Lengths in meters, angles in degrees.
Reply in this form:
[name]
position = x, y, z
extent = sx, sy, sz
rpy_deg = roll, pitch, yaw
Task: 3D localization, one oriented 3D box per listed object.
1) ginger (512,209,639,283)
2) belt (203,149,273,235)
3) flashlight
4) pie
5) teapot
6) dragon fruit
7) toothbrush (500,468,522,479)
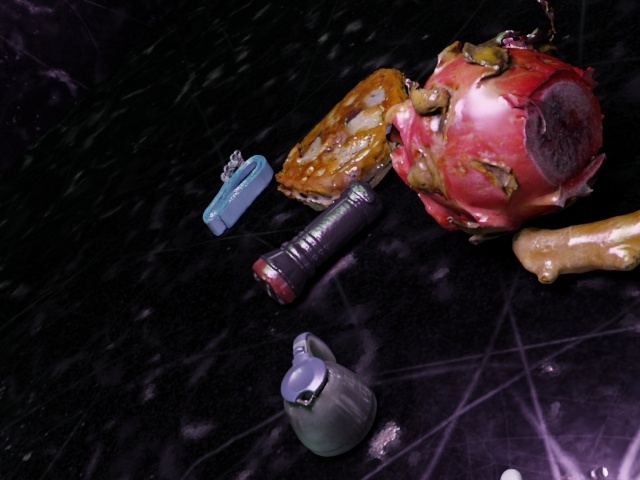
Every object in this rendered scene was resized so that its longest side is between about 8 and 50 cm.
[ginger]
position = 0.366, -0.007, 1.016
extent = 0.298, 0.065, 0.118
rpy_deg = -15, 35, 38
[belt]
position = -0.171, -0.093, 1.668
extent = 0.100, 0.065, 0.179
rpy_deg = 16, 59, 41
[flashlight]
position = 0.000, 0.000, 1.364
extent = 0.232, 0.093, 0.093
rpy_deg = -41, 32, -13
[pie]
position = 0.047, -0.166, 1.516
extent = 0.308, 0.085, 0.308
rpy_deg = -30, 34, 23
[teapot]
position = 0.008, 0.186, 1.090
extent = 0.111, 0.108, 0.149
rpy_deg = -8, 44, 37
[dragon fruit]
position = 0.217, -0.142, 1.153
extent = 0.250, 0.269, 0.291
rpy_deg = -38, 23, -26
[toothbrush]
position = 0.198, 0.365, 0.740
extent = 0.040, 0.040, 0.386
rpy_deg = -26, 34, 20
